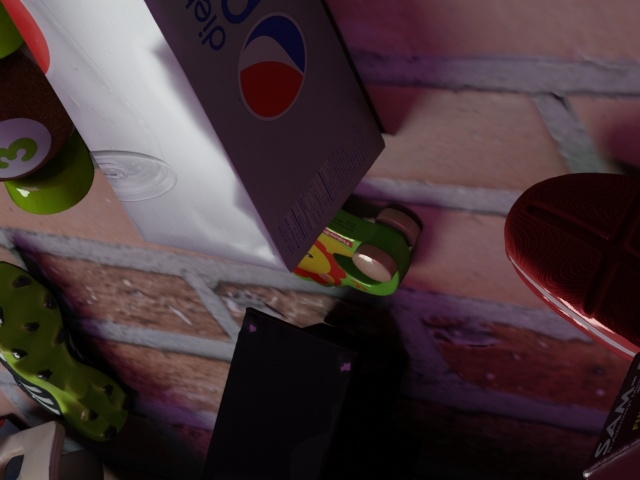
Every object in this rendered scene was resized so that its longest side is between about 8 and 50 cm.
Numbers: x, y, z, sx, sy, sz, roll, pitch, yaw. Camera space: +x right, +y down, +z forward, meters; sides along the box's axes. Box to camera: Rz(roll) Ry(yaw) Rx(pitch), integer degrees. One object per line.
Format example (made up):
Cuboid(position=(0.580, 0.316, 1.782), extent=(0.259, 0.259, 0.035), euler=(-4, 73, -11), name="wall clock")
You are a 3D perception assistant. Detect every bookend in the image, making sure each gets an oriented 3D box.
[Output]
Cuboid(position=(0.004, 0.114, 1.053), extent=(0.072, 0.156, 0.157), euler=(21, 105, 24), name="bookend")

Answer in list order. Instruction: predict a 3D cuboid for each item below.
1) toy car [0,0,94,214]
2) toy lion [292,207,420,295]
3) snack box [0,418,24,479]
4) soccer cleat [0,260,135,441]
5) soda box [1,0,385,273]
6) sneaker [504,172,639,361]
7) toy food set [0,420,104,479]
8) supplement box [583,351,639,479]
Cuboid(position=(-0.232, -0.042, 0.961), extent=(0.149, 0.188, 0.155), euler=(21, 149, 25), name="toy car")
Cuboid(position=(0.000, 0.000, 0.950), extent=(0.100, 0.034, 0.096), euler=(28, 158, 12), name="toy lion")
Cuboid(position=(-0.260, 0.238, 1.545), extent=(0.174, 0.070, 0.207), euler=(44, 149, -17), name="snack box")
Cuboid(position=(-0.196, 0.078, 1.247), extent=(0.072, 0.060, 0.179), euler=(11, 147, 39), name="soccer cleat")
Cuboid(position=(-0.075, -0.117, 0.783), extent=(0.098, 0.091, 0.286), euler=(13, 145, 35), name="soda box")
Cuboid(position=(0.175, 0.062, 0.798), extent=(0.221, 0.087, 0.128), euler=(29, 150, 14), name="sneaker")
Cuboid(position=(-0.108, 0.237, 1.370), extent=(0.306, 0.092, 0.220), euler=(33, 157, -15), name="toy food set")
Cuboid(position=(0.216, 0.054, 0.626), extent=(0.130, 0.073, 0.239), euler=(38, 140, -8), name="supplement box")
